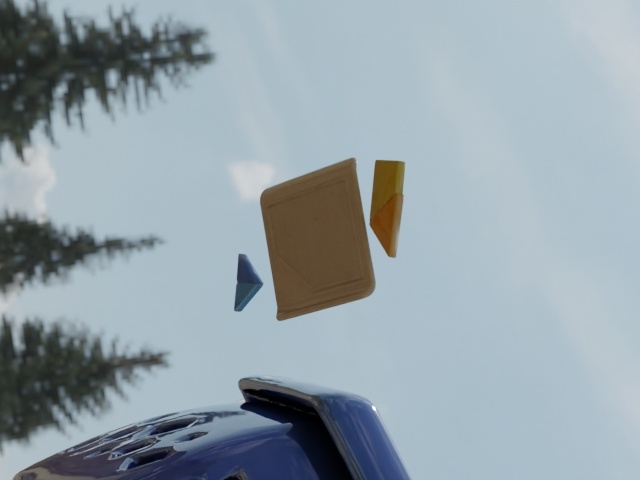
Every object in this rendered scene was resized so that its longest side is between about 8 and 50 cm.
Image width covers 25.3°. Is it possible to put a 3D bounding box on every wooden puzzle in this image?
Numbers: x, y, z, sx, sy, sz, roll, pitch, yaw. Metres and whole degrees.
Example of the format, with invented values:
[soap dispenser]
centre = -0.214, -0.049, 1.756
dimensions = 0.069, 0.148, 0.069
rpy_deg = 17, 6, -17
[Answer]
[wooden puzzle]
centre = 0.000, 0.000, 0.721
dimensions = 0.116, 0.014, 0.078
rpy_deg = -9, -101, 42

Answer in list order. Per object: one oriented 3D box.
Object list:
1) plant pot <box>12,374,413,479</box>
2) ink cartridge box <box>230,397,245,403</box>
[plant pot]
centre = -0.045, 0.212, 0.907
dimensions = 0.236, 0.212, 0.236
rpy_deg = 64, -16, -5
[ink cartridge box]
centre = -0.141, 0.223, 1.202
dimensions = 0.189, 0.232, 0.066
rpy_deg = -47, -109, 21
